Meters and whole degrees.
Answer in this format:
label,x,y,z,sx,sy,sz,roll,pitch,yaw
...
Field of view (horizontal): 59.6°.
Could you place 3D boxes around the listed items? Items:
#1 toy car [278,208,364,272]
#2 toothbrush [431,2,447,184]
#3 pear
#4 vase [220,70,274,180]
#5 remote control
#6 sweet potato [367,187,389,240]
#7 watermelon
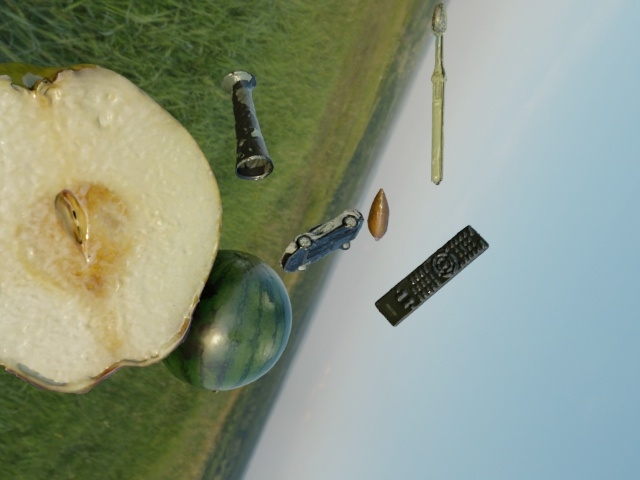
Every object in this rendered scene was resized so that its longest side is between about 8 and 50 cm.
label,x,y,z,sx,sy,sz,roll,pitch,yaw
toy car,0.000,0.000,0.509,0.093,0.025,0.041,-25,153,-29
toothbrush,0.195,-0.239,0.925,0.028,0.026,0.295,-24,114,-65
pear,-0.313,-0.026,0.703,0.191,0.340,0.387,30,-52,51
vase,-0.112,-0.175,0.841,0.059,0.059,0.167,109,-29,-61
remote control,0.211,0.065,1.052,0.245,0.063,0.025,-38,167,-6
sweet potato,0.087,-0.035,0.840,0.034,0.034,0.095,-63,157,-51
watermelon,-0.166,0.136,0.959,0.242,0.242,0.242,24,90,-88
